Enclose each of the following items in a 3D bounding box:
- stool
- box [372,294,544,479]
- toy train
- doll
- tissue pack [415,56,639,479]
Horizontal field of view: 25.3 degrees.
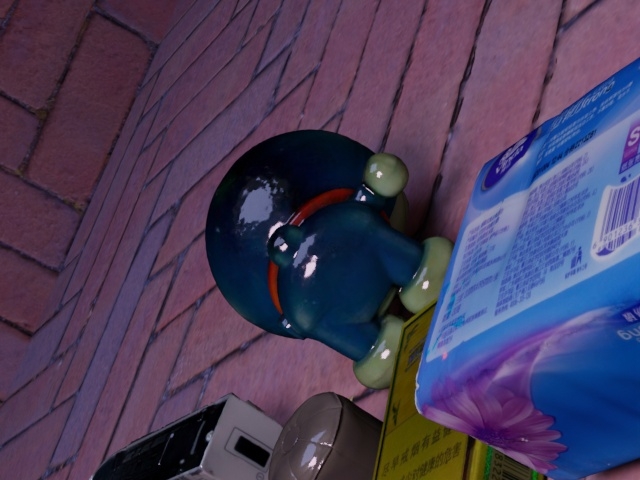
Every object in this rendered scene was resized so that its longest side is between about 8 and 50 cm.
[{"bbox_3d":[0.022,0.175,1.095,0.096,0.110,0.096,-54,17,25],"label":"stool"},{"bbox_3d":[0.102,0.128,1.021,0.141,0.064,0.220,-43,23,47],"label":"box"},{"bbox_3d":[-0.154,0.252,1.512,0.407,0.088,0.086,-31,32,59],"label":"toy train"},{"bbox_3d":[0.000,0.001,1.310,0.198,0.186,0.322,-61,20,0],"label":"doll"},{"bbox_3d":[0.193,0.008,0.803,0.263,0.146,0.198,-38,27,54],"label":"tissue pack"}]
